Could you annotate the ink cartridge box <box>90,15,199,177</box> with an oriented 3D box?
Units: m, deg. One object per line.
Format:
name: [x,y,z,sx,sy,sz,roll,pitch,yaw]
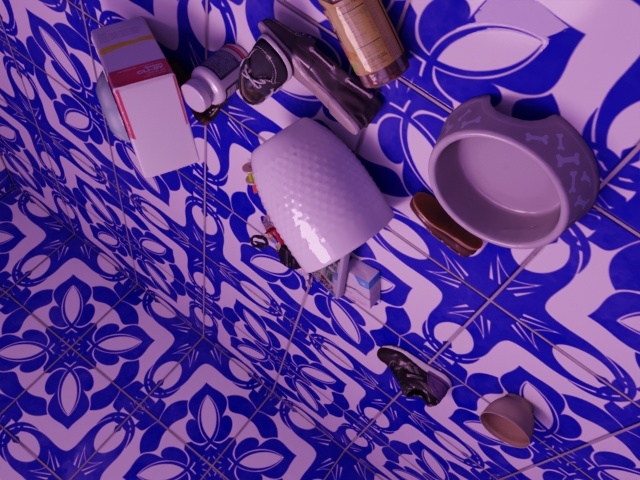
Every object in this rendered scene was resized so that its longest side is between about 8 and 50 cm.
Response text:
ink cartridge box: [-0.482,-0.401,1.753,0.279,0.161,0.384,81,163,-44]

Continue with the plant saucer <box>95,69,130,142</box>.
plant saucer: [-0.543,-0.339,1.652,0.195,0.038,0.194,160,90,-78]

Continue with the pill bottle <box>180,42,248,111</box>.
pill bottle: [-0.264,-0.410,1.628,0.108,0.180,0.108,30,149,21]

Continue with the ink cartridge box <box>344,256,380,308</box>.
ink cartridge box: [0.132,0.147,2.032,0.104,0.060,0.180,27,148,27]

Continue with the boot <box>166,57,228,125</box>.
boot: [-0.349,-0.447,1.824,0.106,0.082,0.219,-32,93,33]

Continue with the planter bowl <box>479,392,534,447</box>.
planter bowl: [0.586,0.540,1.965,0.162,0.109,0.162,30,149,20]

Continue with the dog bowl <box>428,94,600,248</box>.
dog bowl: [0.378,-0.125,1.315,0.349,0.102,0.348,30,150,20]

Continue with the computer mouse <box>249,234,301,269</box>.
computer mouse: [-0.138,0.030,2.099,0.242,0.041,0.071,25,129,33]

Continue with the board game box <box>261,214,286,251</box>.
board game box: [-0.155,-0.004,2.141,0.168,0.033,0.133,46,155,28]

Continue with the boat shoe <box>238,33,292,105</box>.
boat shoe: [-0.138,-0.385,1.500,0.114,0.091,0.302,49,172,1]

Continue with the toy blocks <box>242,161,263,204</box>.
toy blocks: [-0.183,-0.159,1.988,0.123,0.054,0.148,37,152,35]

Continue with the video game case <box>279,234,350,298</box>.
video game case: [-0.024,-0.003,1.981,0.300,0.036,0.329,45,154,23]

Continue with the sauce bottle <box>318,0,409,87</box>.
sauce bottle: [0.056,-0.466,1.237,0.111,0.111,0.344,3,131,50]

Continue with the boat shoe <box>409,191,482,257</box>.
boat shoe: [0.296,-0.032,1.571,0.207,0.073,0.073,42,150,1]

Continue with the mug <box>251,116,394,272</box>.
mug: [-0.021,-0.131,1.662,0.328,0.276,0.374,56,176,-7]

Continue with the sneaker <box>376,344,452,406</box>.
sneaker: [0.298,0.464,2.199,0.283,0.124,0.107,25,147,29]

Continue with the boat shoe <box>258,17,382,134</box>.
boat shoe: [0.001,-0.387,1.450,0.335,0.095,0.112,47,175,-1]

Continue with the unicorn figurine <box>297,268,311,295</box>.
unicorn figurine: [-0.070,0.095,2.225,0.162,0.060,0.111,48,156,24]
